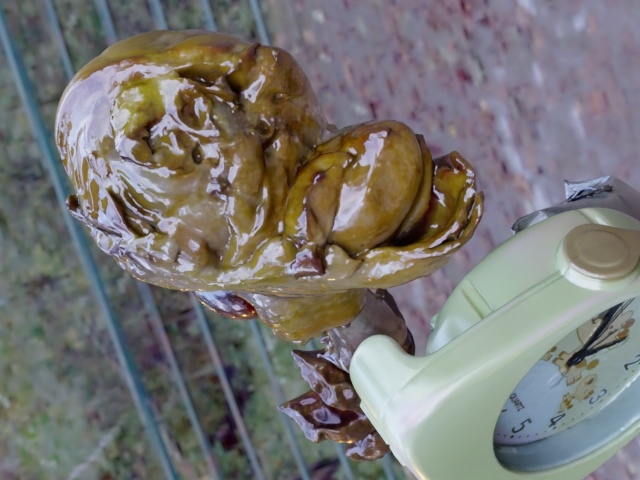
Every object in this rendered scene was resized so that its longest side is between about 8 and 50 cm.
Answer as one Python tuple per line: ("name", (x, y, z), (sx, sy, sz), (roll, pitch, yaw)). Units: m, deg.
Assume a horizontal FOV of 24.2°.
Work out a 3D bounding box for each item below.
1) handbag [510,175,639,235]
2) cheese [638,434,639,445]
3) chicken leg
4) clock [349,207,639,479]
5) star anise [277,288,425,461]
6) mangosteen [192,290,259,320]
("handbag", (0.321, -0.003, 1.711), (0.182, 0.270, 0.117), (33, 115, 17))
("cheese", (0.440, 0.244, 1.296), (0.292, 0.332, 0.153), (18, -102, -75))
("chicken leg", (0.000, 0.000, 1.107), (0.409, 0.295, 0.182), (55, -136, -48))
("clock", (0.186, 0.074, 1.103), (0.096, 0.308, 0.235), (54, -179, 39))
("star anise", (0.063, 0.144, 1.392), (0.196, 0.212, 0.111), (58, -148, -21))
("mangosteen", (-0.066, 0.014, 1.357), (0.140, 0.140, 0.140), (55, 156, 39))
